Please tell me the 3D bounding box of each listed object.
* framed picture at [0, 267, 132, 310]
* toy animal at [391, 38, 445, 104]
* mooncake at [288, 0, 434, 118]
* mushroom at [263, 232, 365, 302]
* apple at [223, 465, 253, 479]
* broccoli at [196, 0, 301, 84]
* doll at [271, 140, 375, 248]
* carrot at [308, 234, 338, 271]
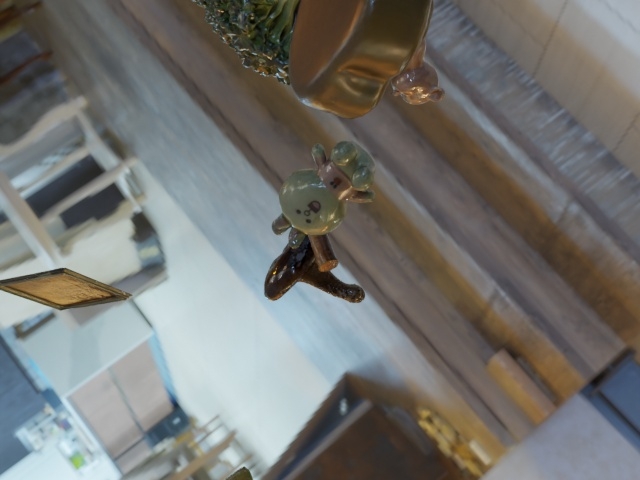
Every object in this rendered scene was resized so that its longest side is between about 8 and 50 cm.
[{"bbox_3d":[-0.552,0.110,2.078,0.252,0.197,0.014,35,-132,-62],"label":"framed picture"},{"bbox_3d":[0.140,-0.268,1.488,0.089,0.083,0.150,-10,132,27],"label":"toy animal"},{"bbox_3d":[0.051,-0.284,1.242,0.117,0.234,0.235,14,177,-23],"label":"mooncake"},{"bbox_3d":[0.001,0.089,2.208,0.217,0.227,0.148,41,165,-8],"label":"mushroom"},{"bbox_3d":[-0.167,0.516,1.734,0.265,0.120,0.193,103,160,-49],"label":"apple"},{"bbox_3d":[-0.099,-0.433,1.709,0.324,0.272,0.334,83,174,-45],"label":"broccoli"},{"bbox_3d":[0.013,-0.094,1.861,0.155,0.113,0.275,39,131,-8],"label":"doll"},{"bbox_3d":[0.000,0.000,2.066,0.048,0.048,0.139,82,171,-57],"label":"carrot"}]
